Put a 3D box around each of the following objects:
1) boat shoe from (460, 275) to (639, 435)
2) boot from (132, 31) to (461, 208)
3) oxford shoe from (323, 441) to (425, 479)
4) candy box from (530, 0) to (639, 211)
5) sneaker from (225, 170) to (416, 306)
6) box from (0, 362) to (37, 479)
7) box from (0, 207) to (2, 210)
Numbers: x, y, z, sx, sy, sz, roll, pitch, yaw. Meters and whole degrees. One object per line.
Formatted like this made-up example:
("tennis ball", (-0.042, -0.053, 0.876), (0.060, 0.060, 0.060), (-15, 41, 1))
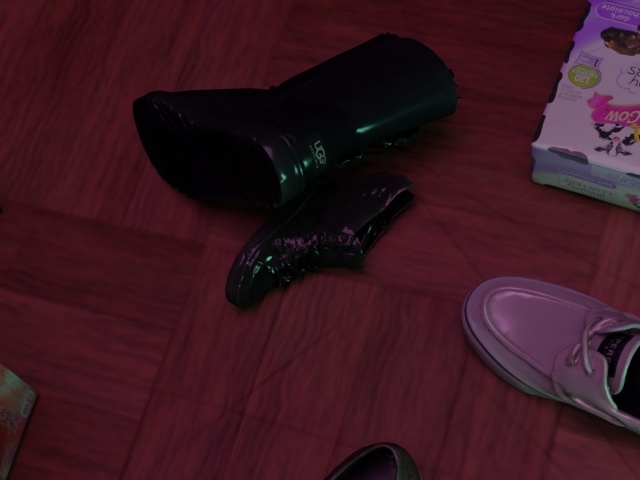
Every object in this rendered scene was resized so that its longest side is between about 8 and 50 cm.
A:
("boat shoe", (0.226, 0.098, 0.950), (0.267, 0.088, 0.096), (34, 76, 21))
("boot", (-0.023, -0.112, 1.087), (0.207, 0.094, 0.246), (-29, 27, -30))
("oxford shoe", (-0.021, 0.260, 0.914), (0.097, 0.098, 0.271), (29, 74, 20))
("candy box", (0.287, -0.123, 1.050), (0.164, 0.070, 0.196), (18, 70, 17))
("sneaker", (0.000, 0.001, 1.054), (0.089, 0.051, 0.170), (29, 70, 25))
("box", (-0.348, 0.125, 0.920), (0.142, 0.300, 0.154), (10, 68, 14))
("box", (-0.338, -0.041, 1.114), (0.062, 0.083, 0.052), (-42, 66, -10))
